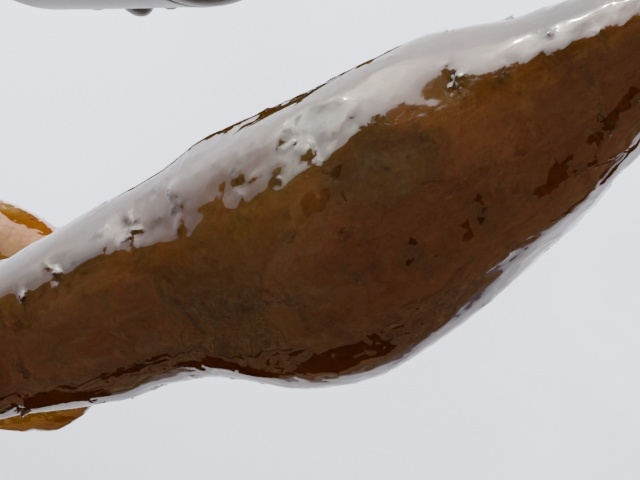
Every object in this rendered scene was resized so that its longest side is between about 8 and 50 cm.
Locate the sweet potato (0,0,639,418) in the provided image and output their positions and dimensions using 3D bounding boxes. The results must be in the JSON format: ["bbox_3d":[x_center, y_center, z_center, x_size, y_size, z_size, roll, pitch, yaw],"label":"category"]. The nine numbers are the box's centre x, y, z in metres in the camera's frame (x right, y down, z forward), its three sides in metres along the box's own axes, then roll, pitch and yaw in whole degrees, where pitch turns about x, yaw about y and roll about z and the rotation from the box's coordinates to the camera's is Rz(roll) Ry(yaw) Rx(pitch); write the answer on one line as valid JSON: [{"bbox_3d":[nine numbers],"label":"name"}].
[{"bbox_3d":[0.005,-0.002,0.583,0.359,0.112,0.112,-27,-51,24],"label":"sweet potato"}]

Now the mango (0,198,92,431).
[{"bbox_3d":[-0.232,0.040,1.083,0.217,0.102,0.141,21,-66,3],"label":"mango"}]

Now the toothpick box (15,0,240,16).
[{"bbox_3d":[-0.172,-0.280,1.319,0.316,0.229,0.229,6,-31,48],"label":"toothpick box"}]
